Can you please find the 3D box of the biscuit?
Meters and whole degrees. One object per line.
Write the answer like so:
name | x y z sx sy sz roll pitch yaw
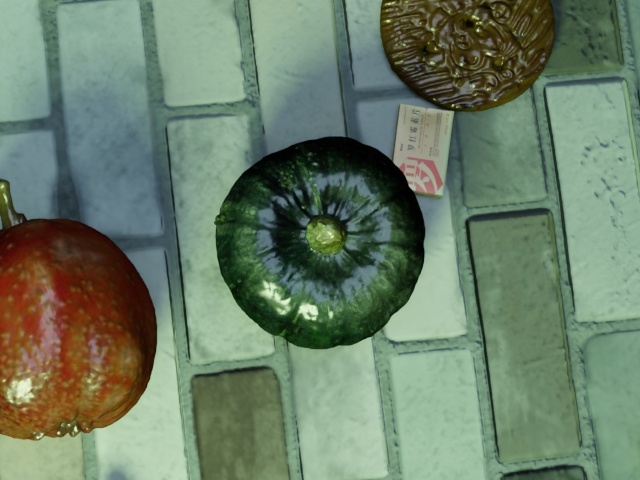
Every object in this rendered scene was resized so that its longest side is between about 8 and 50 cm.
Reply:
biscuit | 0.153 -0.227 1.842 0.188 0.027 0.187 1 81 -6

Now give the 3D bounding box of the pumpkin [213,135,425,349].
pumpkin | 0.002 0.001 1.725 0.212 0.152 0.211 3 83 -20

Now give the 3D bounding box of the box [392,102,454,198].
box | 0.104 -0.093 1.820 0.058 0.015 0.093 9 79 -6

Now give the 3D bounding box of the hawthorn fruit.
hawthorn fruit | -0.266 0.063 1.669 0.205 0.205 0.253 -12 80 -7
